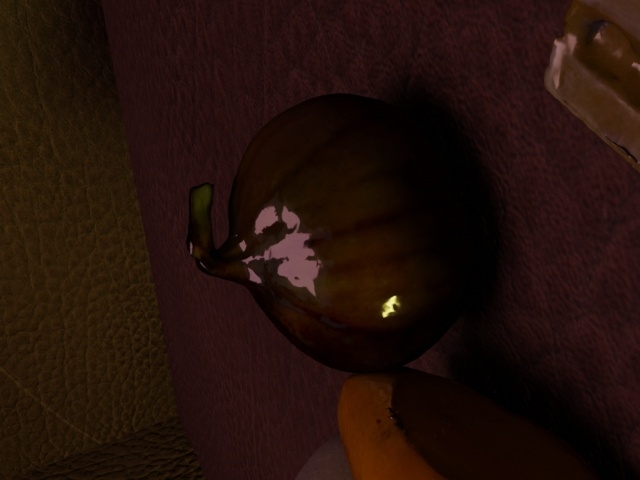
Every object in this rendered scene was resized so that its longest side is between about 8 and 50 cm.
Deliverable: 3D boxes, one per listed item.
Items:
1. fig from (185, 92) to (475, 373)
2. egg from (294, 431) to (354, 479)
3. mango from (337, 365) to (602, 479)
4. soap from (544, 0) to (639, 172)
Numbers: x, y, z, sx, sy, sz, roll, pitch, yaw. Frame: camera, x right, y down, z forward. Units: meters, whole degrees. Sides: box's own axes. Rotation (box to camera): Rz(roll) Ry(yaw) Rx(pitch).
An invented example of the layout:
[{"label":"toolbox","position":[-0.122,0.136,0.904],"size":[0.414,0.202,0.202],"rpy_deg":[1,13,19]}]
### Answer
[{"label":"fig","position":[0.016,-0.002,0.640],"size":[0.235,0.214,0.235],"rpy_deg":[38,159,18]},{"label":"egg","position":[0.033,0.320,0.823],"size":[0.206,0.162,0.271],"rpy_deg":[119,147,-47]},{"label":"mango","position":[0.101,0.186,0.611],"size":[0.138,0.187,0.257],"rpy_deg":[-67,19,4]},{"label":"soap","position":[0.199,-0.055,0.285],"size":[0.233,0.076,0.135],"rpy_deg":[57,154,34]}]
